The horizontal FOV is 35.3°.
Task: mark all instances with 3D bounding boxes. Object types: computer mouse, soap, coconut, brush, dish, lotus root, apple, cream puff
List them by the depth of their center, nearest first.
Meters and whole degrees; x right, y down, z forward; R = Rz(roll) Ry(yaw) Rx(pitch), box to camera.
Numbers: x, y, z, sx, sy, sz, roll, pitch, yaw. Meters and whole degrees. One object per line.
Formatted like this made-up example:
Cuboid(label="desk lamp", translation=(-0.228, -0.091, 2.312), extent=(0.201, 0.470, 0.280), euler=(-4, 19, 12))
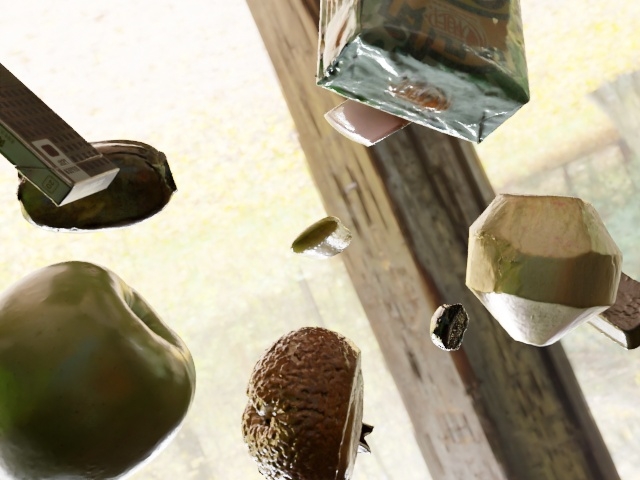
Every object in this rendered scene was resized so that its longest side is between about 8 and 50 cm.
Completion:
Cuboid(label="apple", translation=(-0.377, 0.216, 1.537), extent=(0.357, 0.357, 0.357), euler=(-23, 175, -2))
Cuboid(label="soap", translation=(0.000, 0.000, 1.577), extent=(0.089, 0.033, 0.168), euler=(-32, 165, 4))
Cuboid(label="coconut", translation=(0.357, 0.047, 1.640), extent=(0.259, 0.259, 0.259), euler=(-23, 175, -2))
Cuboid(label="computer mouse", translation=(0.213, 0.143, 1.678), extent=(0.047, 0.079, 0.135), euler=(19, 172, 28))
Cuboid(label="dish", translation=(0.120, -0.230, 1.705), extent=(0.213, 0.090, 0.213), euler=(-31, -175, 3))
Cuboid(label="cream puff", translation=(-0.032, 0.296, 1.760), extent=(0.212, 0.303, 0.303), euler=(8, 180, 10))
Cuboid(label="lotus root", translation=(-0.391, -0.095, 1.770), extent=(0.275, 0.160, 0.152), euler=(-8, -173, -8))
Cuboid(label="brush", translation=(0.579, 0.124, 1.957), extent=(0.123, 0.059, 0.197), euler=(-30, -143, -15))

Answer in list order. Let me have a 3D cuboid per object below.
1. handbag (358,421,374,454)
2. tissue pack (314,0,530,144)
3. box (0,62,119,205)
Cuboid(label="handbag", translation=(-0.017, 0.402, 2.090), extent=(0.203, 0.073, 0.216), euler=(-12, 153, 33))
Cuboid(label="tissue pack", translation=(0.116, -0.289, 1.167), extent=(0.228, 0.310, 0.128), euler=(17, 147, -23))
Cuboid(label="box", translation=(-0.456, -0.186, 1.472), extent=(0.047, 0.325, 0.180), euler=(-47, -179, 15))
